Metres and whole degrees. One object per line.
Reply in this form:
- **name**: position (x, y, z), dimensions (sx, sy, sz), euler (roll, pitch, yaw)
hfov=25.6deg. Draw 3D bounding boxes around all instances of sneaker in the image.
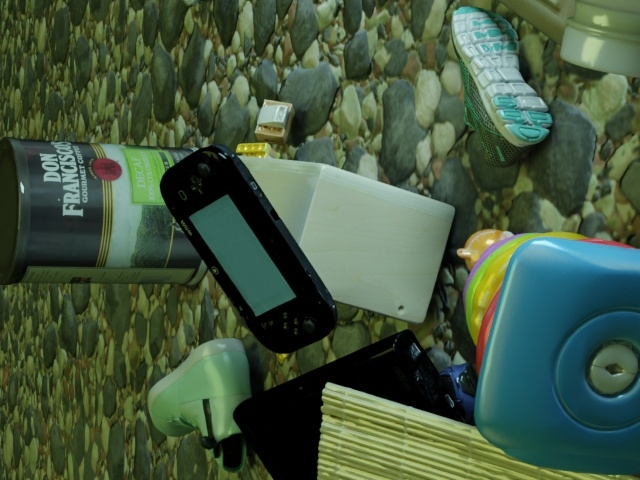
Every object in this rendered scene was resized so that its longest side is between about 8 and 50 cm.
- **sneaker**: position (0.146, -0.135, 1.251), dimensions (0.076, 0.065, 0.166), euler (117, 147, -50)
- **sneaker**: position (0.087, 0.185, 1.327), dimensions (0.221, 0.087, 0.083), euler (124, 139, -49)
- **sneaker**: position (-0.155, 0.245, 1.838), dimensions (0.256, 0.094, 0.151), euler (129, 133, -54)

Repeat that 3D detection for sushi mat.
- **sushi mat**: position (0.122, 0.225, 1.165), dimensions (0.317, 0.019, 0.151), euler (13, 105, 37)

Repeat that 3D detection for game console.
- **game console**: position (-0.032, 0.082, 1.273), dimensions (0.213, 0.044, 0.361), euler (-28, 98, 38)

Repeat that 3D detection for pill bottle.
- **pill bottle**: position (0.231, -0.216, 1.010), dimensions (0.112, 0.112, 0.186), euler (-141, 57, -60)

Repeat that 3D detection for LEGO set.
- **LEGO set**: position (-0.042, -0.024, 1.645), dimensions (0.132, 0.107, 0.287), euler (-33, 46, 19)

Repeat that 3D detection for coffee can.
- **coffee can**: position (-0.307, -0.037, 1.959), dimensions (0.201, 0.275, 0.201), euler (-179, 90, -65)

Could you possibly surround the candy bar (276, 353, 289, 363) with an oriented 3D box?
- **candy bar**: position (-0.061, 0.074, 1.731), dimensions (0.040, 0.018, 0.161), euler (-57, 39, 43)

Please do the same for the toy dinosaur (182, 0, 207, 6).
- **toy dinosaur**: position (-0.136, -0.446, 1.874), dimensions (0.118, 0.064, 0.268), euler (52, 133, 44)

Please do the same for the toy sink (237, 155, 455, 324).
- **toy sink**: position (0.000, 0.000, 1.415), dimensions (0.234, 0.153, 0.131), euler (13, 86, 63)

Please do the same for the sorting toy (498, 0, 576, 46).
- **sorting toy**: position (0.163, -0.327, 1.216), dimensions (0.307, 0.041, 0.229), euler (49, 137, 45)

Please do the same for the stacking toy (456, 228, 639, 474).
- **stacking toy**: position (0.171, 0.049, 1.110), dimensions (0.302, 0.175, 0.165), euler (-128, 47, -70)
